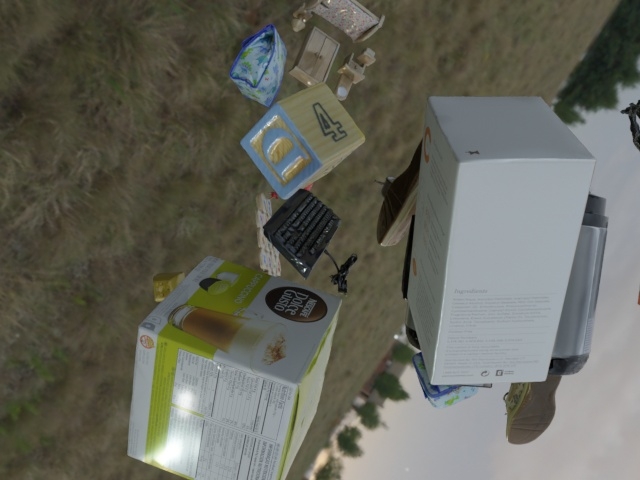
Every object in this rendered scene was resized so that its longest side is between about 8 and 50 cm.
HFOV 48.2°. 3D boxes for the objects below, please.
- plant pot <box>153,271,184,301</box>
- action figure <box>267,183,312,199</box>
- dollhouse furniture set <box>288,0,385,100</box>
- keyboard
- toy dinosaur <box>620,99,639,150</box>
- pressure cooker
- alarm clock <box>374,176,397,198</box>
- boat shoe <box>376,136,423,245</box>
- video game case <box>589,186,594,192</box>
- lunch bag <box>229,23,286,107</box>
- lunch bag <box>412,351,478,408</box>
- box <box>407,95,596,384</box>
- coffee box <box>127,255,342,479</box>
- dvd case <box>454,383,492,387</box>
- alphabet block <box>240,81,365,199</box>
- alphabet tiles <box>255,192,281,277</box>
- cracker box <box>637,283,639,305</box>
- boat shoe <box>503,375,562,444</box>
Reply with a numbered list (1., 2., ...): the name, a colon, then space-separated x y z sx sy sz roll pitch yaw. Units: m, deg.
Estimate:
1. plant pot: -0.426 0.133 1.991 0.083 0.081 0.082 -28 114 -84
2. action figure: -0.113 -0.229 2.140 0.091 0.281 0.139 -28 173 38
3. dollhouse furniture set: 0.074 -0.579 2.104 0.355 0.303 0.174 -15 -130 58
4. keyboard: 0.000 0.000 1.390 0.033 0.201 0.317 -42 -174 21
5. toy dinosaur: 0.635 -0.215 1.407 0.064 0.118 0.268 -20 -172 20
6. pressure cooker: 0.366 0.023 1.402 0.370 0.375 0.421 -153 -111 -79
7. alarm clock: 0.249 -0.120 2.007 0.129 0.192 0.064 -3 116 -53
8. boat shoe: 0.234 -0.112 1.597 0.122 0.110 0.341 -95 -151 -51
9. video game case: 0.600 -0.032 1.868 0.285 0.025 0.204 -49 167 19
10. lunch bag: -0.132 -0.404 1.642 0.151 0.096 0.129 -61 168 -3
11. lunch bag: 0.402 0.434 2.329 0.176 0.090 0.219 -23 -147 4
12. box: 0.230 -0.001 0.996 0.215 0.168 0.346 -95 -175 -58
13. coffee box: -0.174 0.286 1.526 0.338 0.334 0.338 -56 161 -61
14. dvd case: 0.381 0.236 1.780 0.180 0.022 0.253 13 82 -39
15. alphabet block: -0.044 -0.251 1.804 0.192 0.193 0.197 -35 -179 45
16. alphabet tiles: -0.155 0.010 2.095 0.278 0.021 0.284 41 43 -80
17. cracker box: 0.862 0.085 1.751 0.156 0.067 0.233 -123 -153 -64
18. boat shoe: 0.493 0.353 1.674 0.089 0.104 0.285 -107 -155 -60
